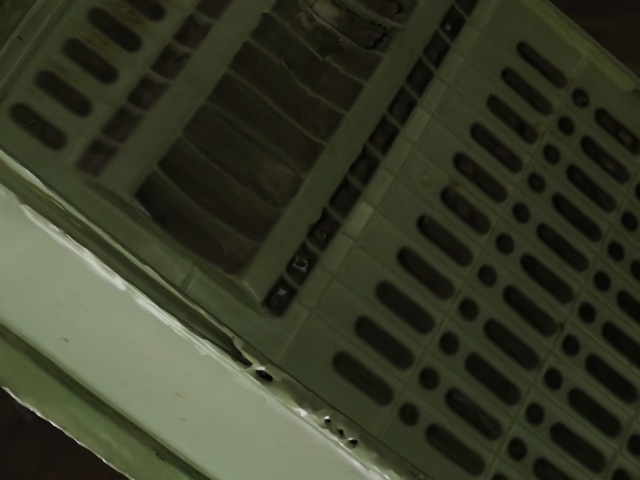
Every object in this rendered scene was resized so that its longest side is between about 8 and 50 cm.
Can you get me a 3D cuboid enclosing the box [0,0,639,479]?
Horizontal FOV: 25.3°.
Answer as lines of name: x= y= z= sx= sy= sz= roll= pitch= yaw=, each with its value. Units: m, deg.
box: x=0.000 y=0.000 z=0.512 sx=0.290 sy=0.166 sz=0.220 roll=38 pitch=-119 yaw=-10
